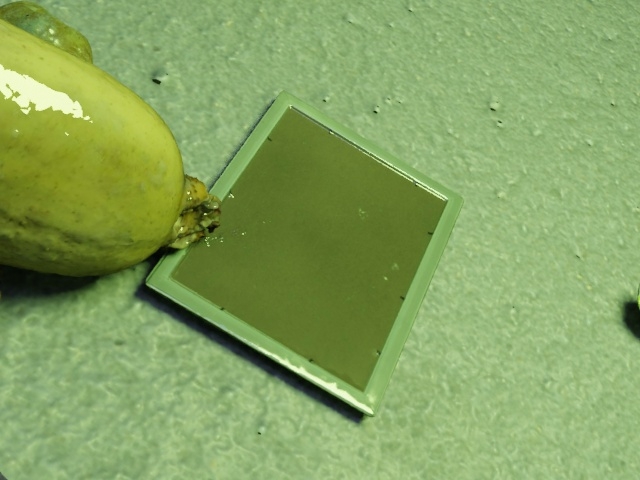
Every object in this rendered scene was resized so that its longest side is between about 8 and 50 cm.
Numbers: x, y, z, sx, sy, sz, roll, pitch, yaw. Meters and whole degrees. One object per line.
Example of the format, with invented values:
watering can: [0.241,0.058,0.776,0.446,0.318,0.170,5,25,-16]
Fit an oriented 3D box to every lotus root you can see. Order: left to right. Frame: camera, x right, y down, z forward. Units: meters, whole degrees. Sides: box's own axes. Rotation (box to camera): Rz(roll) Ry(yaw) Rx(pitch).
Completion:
lotus root: [-0.280,-0.129,0.743,0.113,0.088,0.192,34,58,-7]
lotus root: [-0.214,-0.059,0.645,0.343,0.169,0.151,25,16,-36]

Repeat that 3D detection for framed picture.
framed picture: [0.000,0.000,0.819,0.232,0.019,0.296,31,51,-2]

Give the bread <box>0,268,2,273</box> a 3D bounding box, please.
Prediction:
bread: [-0.286,0.042,0.650,0.081,0.046,0.083,27,53,-1]

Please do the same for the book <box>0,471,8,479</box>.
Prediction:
book: [-0.193,0.282,0.542,0.231,0.026,0.157,43,52,8]

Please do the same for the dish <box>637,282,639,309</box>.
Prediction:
dish: [0.390,0.078,0.921,0.137,0.039,0.091,4,62,-20]
